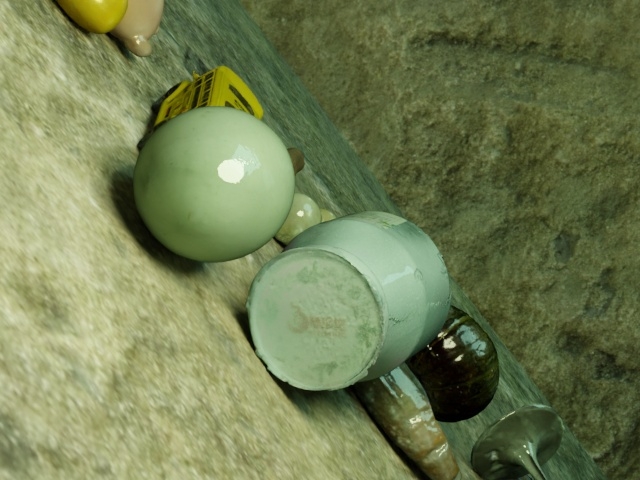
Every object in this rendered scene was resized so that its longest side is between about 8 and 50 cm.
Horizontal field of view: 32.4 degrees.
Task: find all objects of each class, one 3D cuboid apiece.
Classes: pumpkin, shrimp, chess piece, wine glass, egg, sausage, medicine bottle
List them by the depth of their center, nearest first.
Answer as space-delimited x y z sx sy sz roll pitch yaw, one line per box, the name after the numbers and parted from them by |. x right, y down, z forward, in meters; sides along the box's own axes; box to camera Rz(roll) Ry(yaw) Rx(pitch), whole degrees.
-0.136 -0.073 1.432 0.203 0.203 0.282 54 13 -3 | egg
0.039 0.088 1.578 0.245 0.245 0.290 55 19 5 | medicine bottle
0.107 0.225 1.840 0.445 0.110 0.221 56 5 -7 | shrimp
0.206 0.219 1.985 0.238 0.159 0.238 29 -39 26 | pumpkin
0.000 0.000 2.025 0.243 0.133 0.133 36 20 -40 | chess piece
0.457 0.512 2.053 0.267 0.267 0.406 46 10 -36 | wine glass
-0.074 -0.149 2.306 0.066 0.066 0.301 53 9 -7 | sausage

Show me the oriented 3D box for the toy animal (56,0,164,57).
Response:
-0.312 -0.465 1.775 0.345 0.247 0.277 43 17 -45 | toy animal

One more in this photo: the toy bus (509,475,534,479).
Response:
0.417 0.518 2.354 0.172 0.057 0.072 49 18 -20 | toy bus

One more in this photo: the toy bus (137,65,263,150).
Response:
-0.175 -0.175 1.722 0.144 0.152 0.330 49 12 -18 | toy bus
